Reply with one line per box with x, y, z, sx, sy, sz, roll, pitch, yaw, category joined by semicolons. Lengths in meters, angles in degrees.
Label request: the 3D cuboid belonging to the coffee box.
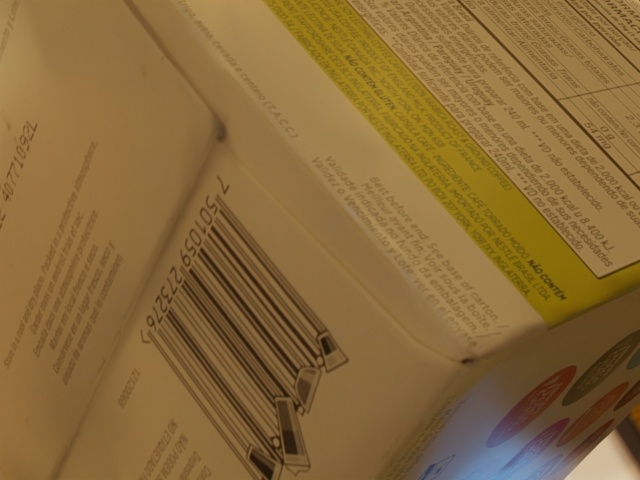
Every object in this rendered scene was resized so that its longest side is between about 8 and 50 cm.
0.000;0.000;0.670;0.334;0.338;0.337;-17;-31;-44;coffee box
